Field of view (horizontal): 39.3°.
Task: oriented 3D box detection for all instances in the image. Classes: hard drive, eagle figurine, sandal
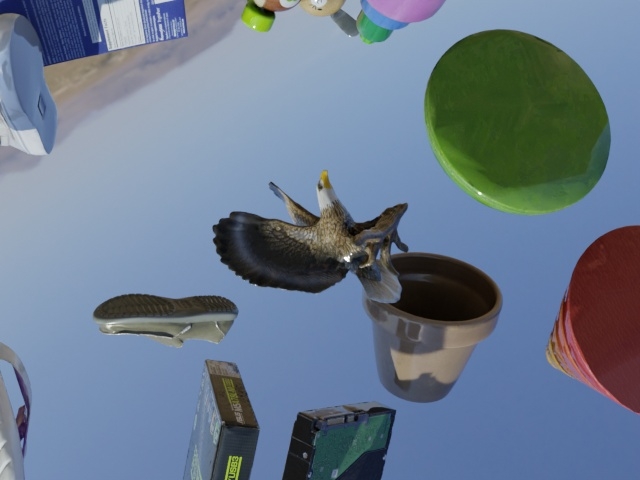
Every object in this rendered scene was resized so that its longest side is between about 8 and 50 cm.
[{"bbox_3d":[0.015,0.468,1.633,0.064,0.338,0.237,18,-171,39],"label":"hard drive"},{"bbox_3d":[0.000,-0.011,1.549,0.298,0.226,0.225,-6,-114,34],"label":"eagle figurine"},{"bbox_3d":[-0.466,0.226,1.286,0.102,0.416,0.169,2,148,-44],"label":"sandal"}]

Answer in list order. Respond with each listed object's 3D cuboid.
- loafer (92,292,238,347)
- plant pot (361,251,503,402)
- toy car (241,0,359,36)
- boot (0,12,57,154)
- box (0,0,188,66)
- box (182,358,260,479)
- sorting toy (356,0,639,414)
[{"bbox_3d":[-0.263,0.147,1.530,0.251,0.087,0.094,2,-160,-25],"label":"loafer"},{"bbox_3d":[0.197,0.181,1.721,0.263,0.229,0.263,6,-152,-3],"label":"plant pot"},{"bbox_3d":[-0.008,-0.397,1.425,0.149,0.189,0.155,-85,-160,-54],"label":"toy car"},{"bbox_3d":[-0.374,-0.169,0.995,0.258,0.124,0.095,112,-16,-68],"label":"boot"},{"bbox_3d":[-0.278,-0.279,1.079,0.225,0.036,0.136,-16,152,-13],"label":"box"},{"bbox_3d":[-0.113,0.245,0.958,0.045,0.184,0.190,11,-170,-15],"label":"box"},{"bbox_3d":[0.124,-0.039,0.613,0.127,0.365,0.126,-28,171,-22],"label":"sorting toy"}]
